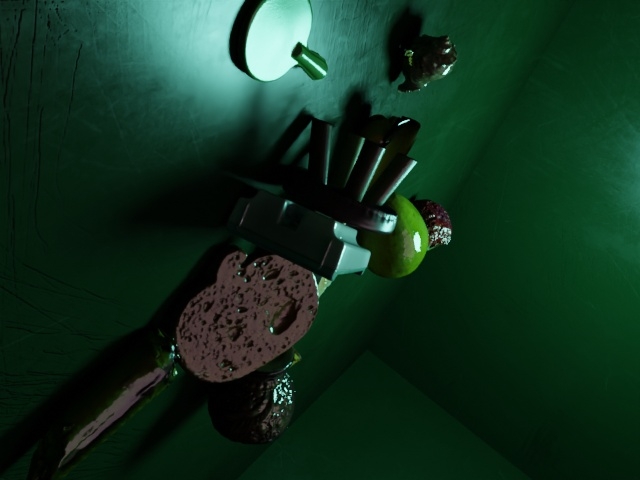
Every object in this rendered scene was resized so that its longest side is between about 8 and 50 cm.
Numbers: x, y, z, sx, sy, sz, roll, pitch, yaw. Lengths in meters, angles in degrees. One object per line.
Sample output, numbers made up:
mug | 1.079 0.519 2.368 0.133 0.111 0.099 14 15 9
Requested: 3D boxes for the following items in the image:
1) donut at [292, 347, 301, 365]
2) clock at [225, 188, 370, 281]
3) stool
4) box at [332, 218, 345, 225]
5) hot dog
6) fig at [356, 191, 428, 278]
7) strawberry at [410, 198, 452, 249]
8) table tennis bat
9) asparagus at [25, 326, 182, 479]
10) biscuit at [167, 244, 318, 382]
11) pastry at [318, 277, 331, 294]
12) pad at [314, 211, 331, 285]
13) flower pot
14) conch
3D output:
donut | -0.146 0.386 1.905 0.085 0.141 0.217 -45 158 -2
clock | -0.032 -0.019 1.198 0.116 0.262 0.231 -67 161 7
stool | 0.067 -0.141 1.232 0.272 0.272 0.178 -6 121 -67
box | 0.001 0.001 1.661 0.175 0.048 0.112 -34 153 -47
hot dog | 0.123 -0.221 1.477 0.194 0.107 0.326 -7 142 -54
fig | 0.239 -0.024 1.907 0.258 0.258 0.326 -46 145 -23
strawberry | 0.426 -0.061 2.392 0.274 0.220 0.274 -23 -175 2
table tennis bat | -0.052 -0.328 0.935 0.160 0.039 0.257 -57 157 10
asparagus | -0.435 0.334 1.091 0.382 0.108 0.128 -43 159 -28
biscuit | -0.176 0.154 1.276 0.367 0.063 0.314 -28 117 -20
pastry | 0.019 0.094 1.818 0.258 0.089 0.121 -51 159 -9
pad | 0.001 0.003 1.496 0.220 0.004 0.330 -63 163 -56
flower pot | -0.192 0.420 1.658 0.266 0.266 0.267 -30 140 -52
conch | 0.265 -0.436 1.379 0.155 0.130 0.207 -27 166 -29
